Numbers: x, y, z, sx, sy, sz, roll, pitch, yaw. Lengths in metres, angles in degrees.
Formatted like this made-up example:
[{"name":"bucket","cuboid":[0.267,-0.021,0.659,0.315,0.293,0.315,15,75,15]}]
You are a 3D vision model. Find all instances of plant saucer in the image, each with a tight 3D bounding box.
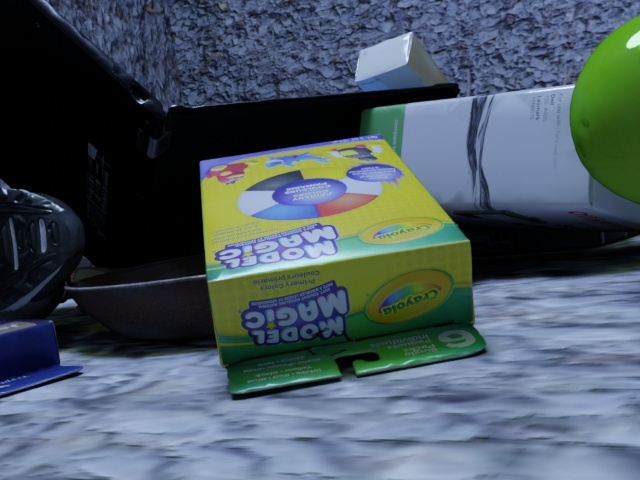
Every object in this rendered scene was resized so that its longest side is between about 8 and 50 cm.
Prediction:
[{"name":"plant saucer","cuboid":[-0.041,0.030,0.655,0.310,0.050,0.310,-10,3,1]}]

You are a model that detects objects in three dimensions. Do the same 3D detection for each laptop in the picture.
[{"name":"laptop","cuboid":[-0.145,-0.118,0.846,0.236,0.408,0.382,-46,-6,-30]}]

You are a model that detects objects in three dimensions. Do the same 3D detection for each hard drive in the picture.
[{"name":"hard drive","cuboid":[0.277,-0.041,0.910,0.338,0.064,0.236,-13,5,-44]}]

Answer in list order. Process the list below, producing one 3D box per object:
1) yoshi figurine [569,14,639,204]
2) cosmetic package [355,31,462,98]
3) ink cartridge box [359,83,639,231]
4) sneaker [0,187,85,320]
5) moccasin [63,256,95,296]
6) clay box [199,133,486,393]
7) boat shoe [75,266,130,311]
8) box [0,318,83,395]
[{"name":"yoshi figurine","cuboid":[0.265,-0.130,0.490,0.203,0.204,0.362,-15,30,48]},{"name":"cosmetic package","cuboid":[0.089,-0.140,0.781,0.060,0.041,0.115,-13,-37,36]},{"name":"ink cartridge box","cuboid":[0.162,-0.059,0.673,0.160,0.093,0.219,8,-4,-44]},{"name":"sneaker","cuboid":[-0.263,0.024,0.716,0.108,0.100,0.271,0,-16,-39]},{"name":"moccasin","cuboid":[-0.380,0.004,1.279,0.146,0.139,0.380,-6,3,-28]},{"name":"clay box","cuboid":[0.000,0.000,0.457,0.127,0.053,0.222,-9,23,-6]},{"name":"boat shoe","cuboid":[-0.192,0.052,0.833,0.153,0.048,0.056,0,-5,31]},{"name":"box","cuboid":[-0.265,0.081,0.523,0.225,0.037,0.136,-4,5,44]}]
